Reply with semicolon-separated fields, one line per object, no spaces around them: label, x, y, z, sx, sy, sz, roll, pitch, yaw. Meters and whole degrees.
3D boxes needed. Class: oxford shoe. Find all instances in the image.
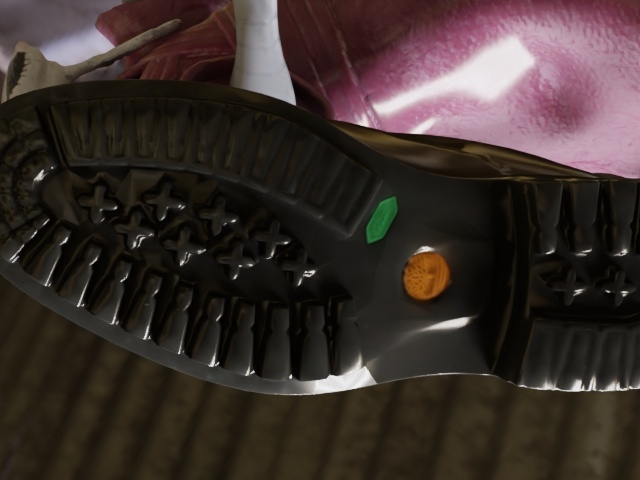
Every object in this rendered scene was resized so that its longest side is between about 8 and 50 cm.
oxford shoe;0.000;0.000;0.597;0.096;0.227;0.083;-148;-109;-70

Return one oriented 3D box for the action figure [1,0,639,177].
action figure;0.001;-0.078;0.956;0.370;0.276;0.248;-27;-154;-1
